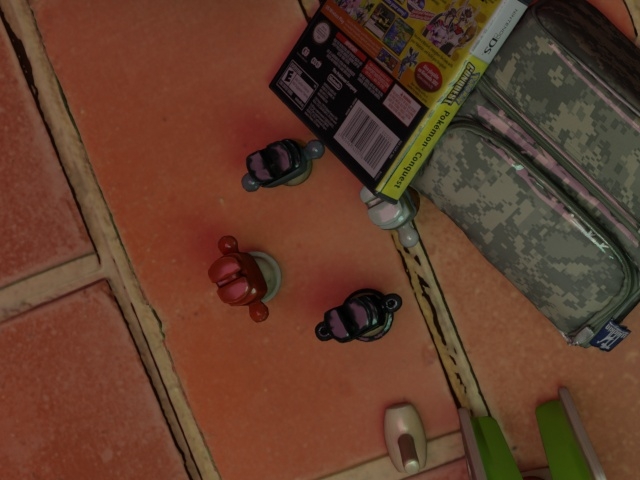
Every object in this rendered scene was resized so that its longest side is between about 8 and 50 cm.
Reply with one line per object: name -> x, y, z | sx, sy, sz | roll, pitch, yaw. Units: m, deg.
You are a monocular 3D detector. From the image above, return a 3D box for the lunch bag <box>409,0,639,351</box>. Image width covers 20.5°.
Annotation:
lunch bag -> 0.259, -0.066, 1.829 | 0.305, 0.212, 0.256 | 43, 115, 4

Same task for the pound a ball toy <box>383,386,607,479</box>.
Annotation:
pound a ball toy -> 0.183, 0.265, 1.843 | 0.208, 0.319, 0.135 | -12, 105, 1

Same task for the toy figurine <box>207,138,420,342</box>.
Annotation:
toy figurine -> 0.000, 0.000, 1.922 | 0.213, 0.148, 0.209 | 16, 93, 12

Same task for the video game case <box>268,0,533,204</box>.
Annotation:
video game case -> 0.075, -0.203, 1.841 | 0.035, 0.275, 0.248 | 25, 105, -36
